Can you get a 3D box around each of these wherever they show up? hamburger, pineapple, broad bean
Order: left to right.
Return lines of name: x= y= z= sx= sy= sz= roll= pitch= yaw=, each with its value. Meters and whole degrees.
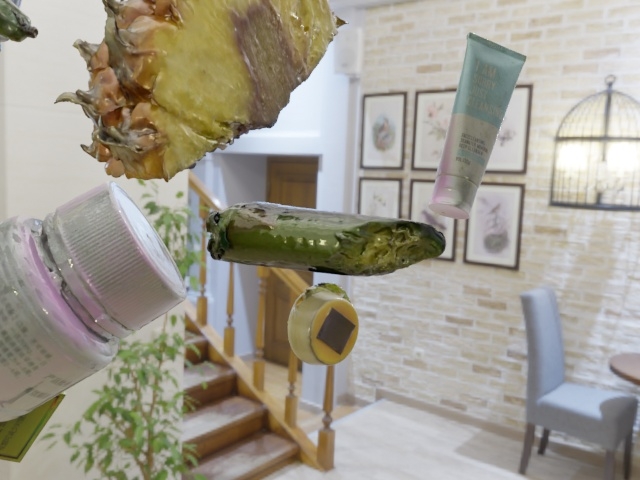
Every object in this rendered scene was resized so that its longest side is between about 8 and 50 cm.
broad bean: x=-0.437 y=-0.311 z=0.770 sx=0.213 sy=0.048 sz=0.070 roll=40 pitch=-6 yaw=14
pineapple: x=-0.105 y=-0.155 z=0.415 sx=0.139 sy=0.164 sz=0.250 roll=1 pitch=45 yaw=33
hamburger: x=0.003 y=0.139 z=1.008 sx=0.126 sy=0.141 sz=0.081 roll=20 pitch=-7 yaw=-41

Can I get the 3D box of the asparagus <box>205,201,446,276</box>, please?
asparagus: x=0.000 y=0.000 z=0.962 sx=0.381 sy=0.108 sz=0.128 roll=6 pitch=0 yaw=24

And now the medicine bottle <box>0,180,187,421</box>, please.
medicine bottle: x=-0.365 y=0.076 z=0.831 sx=0.302 sy=0.241 sz=0.241 roll=-31 pitch=10 yaw=-5

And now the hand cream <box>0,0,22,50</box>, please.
hand cream: x=-0.496 y=-0.423 z=0.967 sx=0.058 sy=0.271 sz=0.091 roll=18 pitch=-25 yaw=-28

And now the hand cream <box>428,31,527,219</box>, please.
hand cream: x=0.256 y=-0.190 z=0.988 sx=0.111 sy=0.312 sz=0.070 roll=18 pitch=-10 yaw=-6

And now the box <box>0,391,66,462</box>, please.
box: x=-0.543 y=0.261 z=0.956 sx=0.064 sy=0.141 sz=0.220 roll=30 pitch=-6 yaw=46
